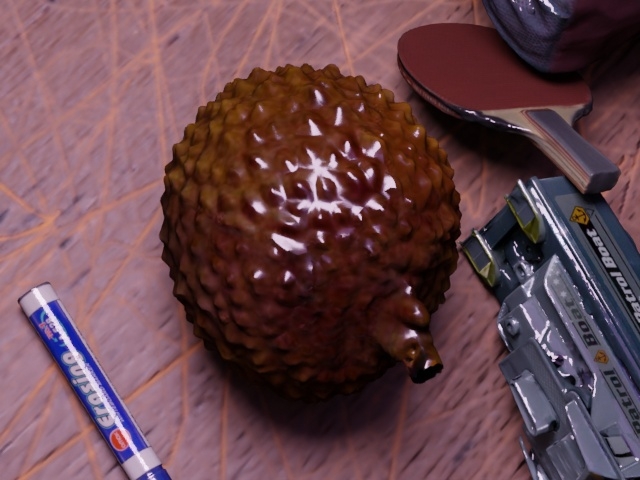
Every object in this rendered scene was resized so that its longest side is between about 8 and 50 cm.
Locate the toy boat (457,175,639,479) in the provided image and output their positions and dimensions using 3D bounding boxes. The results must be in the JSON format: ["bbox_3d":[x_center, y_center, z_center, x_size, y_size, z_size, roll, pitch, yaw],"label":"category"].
[{"bbox_3d":[0.186,0.101,0.867,0.122,0.114,0.296,-18,73,-22],"label":"toy boat"}]

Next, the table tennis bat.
[{"bbox_3d":[0.134,-0.096,0.920,0.130,0.019,0.220,-7,37,-24],"label":"table tennis bat"}]

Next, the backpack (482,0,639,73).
[{"bbox_3d":[0.207,-0.293,0.975,0.283,0.197,0.317,-20,66,-15],"label":"backpack"}]

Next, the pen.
[{"bbox_3d":[-0.131,0.114,0.856,0.025,0.025,0.204,-30,78,-18],"label":"pen"}]

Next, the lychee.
[{"bbox_3d":[0.000,0.000,0.833,0.200,0.200,0.238,-33,57,-19],"label":"lychee"}]
